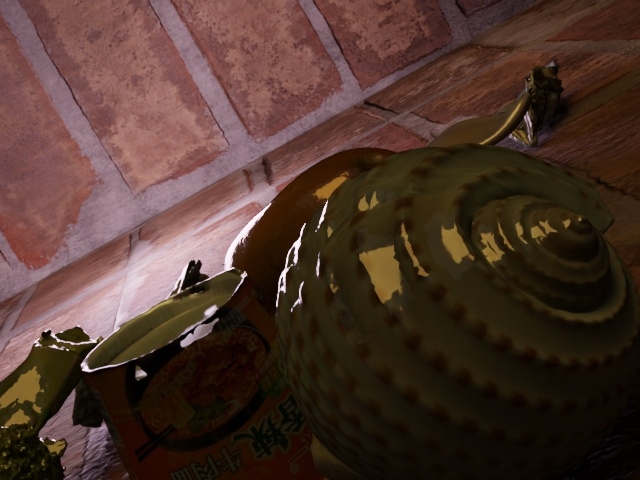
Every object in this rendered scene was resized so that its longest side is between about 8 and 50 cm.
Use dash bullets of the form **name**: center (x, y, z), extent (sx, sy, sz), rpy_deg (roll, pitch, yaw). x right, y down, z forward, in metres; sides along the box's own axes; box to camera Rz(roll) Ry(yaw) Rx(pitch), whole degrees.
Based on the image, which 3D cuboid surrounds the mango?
- **mango**: center (0.000, 0.000, 1.435), extent (0.317, 0.173, 0.211), rpy_deg (-29, 10, 33)

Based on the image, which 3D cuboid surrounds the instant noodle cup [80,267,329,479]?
- **instant noodle cup**: center (-0.099, 0.147, 1.039), extent (0.230, 0.182, 0.230), rpy_deg (-28, 12, 6)

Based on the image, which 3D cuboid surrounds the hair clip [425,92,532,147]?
- **hair clip**: center (0.180, -0.095, 1.533), extent (0.282, 0.113, 0.172), rpy_deg (-22, 14, 33)

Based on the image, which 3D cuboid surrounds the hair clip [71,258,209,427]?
- **hair clip**: center (-0.213, 0.143, 1.508), extent (0.091, 0.138, 0.321), rpy_deg (22, 33, 14)

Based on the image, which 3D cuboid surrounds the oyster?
- **oyster**: center (0.326, -0.221, 1.763), extent (0.199, 0.087, 0.252), rpy_deg (-41, 7, -10)

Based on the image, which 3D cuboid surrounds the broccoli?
- **broccoli**: center (-0.378, 0.221, 1.234), extent (0.302, 0.186, 0.254), rpy_deg (-49, 32, 3)

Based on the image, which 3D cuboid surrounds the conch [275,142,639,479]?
- **conch**: center (0.073, 0.054, 0.849), extent (0.319, 0.215, 0.303), rpy_deg (-30, 41, 28)
